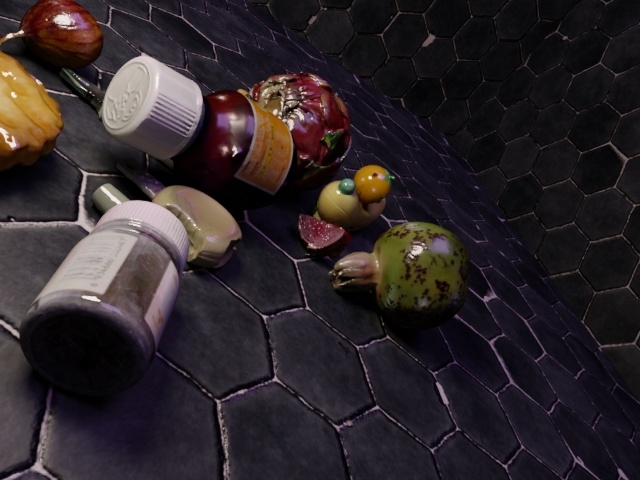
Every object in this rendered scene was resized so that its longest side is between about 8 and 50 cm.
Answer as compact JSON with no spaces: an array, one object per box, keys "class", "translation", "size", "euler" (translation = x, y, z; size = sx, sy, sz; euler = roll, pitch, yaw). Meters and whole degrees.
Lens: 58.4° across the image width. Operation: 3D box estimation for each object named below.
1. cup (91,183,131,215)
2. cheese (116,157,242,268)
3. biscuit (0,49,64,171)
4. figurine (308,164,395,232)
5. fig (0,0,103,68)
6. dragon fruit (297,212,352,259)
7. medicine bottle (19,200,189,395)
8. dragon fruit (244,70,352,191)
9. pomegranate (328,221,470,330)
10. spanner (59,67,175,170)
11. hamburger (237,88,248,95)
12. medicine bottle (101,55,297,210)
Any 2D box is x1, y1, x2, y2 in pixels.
[{"class":"cup","translation":[-0.361,-0.060,1.036],"size":[0.083,0.054,0.075],"euler":[42,26,6]},{"class":"cheese","translation":[-0.285,-0.063,1.123],"size":[0.286,0.082,0.163],"euler":[39,24,0]},{"class":"biscuit","translation":[-0.590,-0.230,0.923],"size":[0.326,0.107,0.326],"euler":[34,29,-22]},{"class":"figurine","translation":[0.105,-0.118,1.587],"size":[0.124,0.222,0.324],"euler":[47,26,17]},{"class":"fig","translation":[-0.580,-0.457,1.241],"size":[0.202,0.148,0.149],"euler":[16,34,-40]},{"class":"dragon fruit","translation":[0.000,0.000,1.425],"size":[0.147,0.096,0.102],"euler":[21,0,36]},{"class":"medicine bottle","translation":[-0.286,0.069,0.811],"size":[0.165,0.165,0.273],"euler":[34,26,-16]},{"class":"dragon fruit","translation":[-0.070,-0.279,1.516],"size":[0.329,0.329,0.329],"euler":[33,27,-19]},{"class":"pomegranate","translation":[0.187,0.084,1.398],"size":[0.340,0.285,0.285],"euler":[1,38,-11]},{"class":"spanner","translation":[-0.437,-0.275,1.282],"size":[0.325,0.040,0.095],"euler":[38,26,-12]},{"class":"hamburger","translation":[-0.211,-0.384,1.727],"size":[0.147,0.083,0.138],"euler":[24,27,-36]},{"class":"medicine bottle","translation":[-0.237,-0.213,1.184],"size":[0.395,0.242,0.242],"euler":[22,30,-56]}]
